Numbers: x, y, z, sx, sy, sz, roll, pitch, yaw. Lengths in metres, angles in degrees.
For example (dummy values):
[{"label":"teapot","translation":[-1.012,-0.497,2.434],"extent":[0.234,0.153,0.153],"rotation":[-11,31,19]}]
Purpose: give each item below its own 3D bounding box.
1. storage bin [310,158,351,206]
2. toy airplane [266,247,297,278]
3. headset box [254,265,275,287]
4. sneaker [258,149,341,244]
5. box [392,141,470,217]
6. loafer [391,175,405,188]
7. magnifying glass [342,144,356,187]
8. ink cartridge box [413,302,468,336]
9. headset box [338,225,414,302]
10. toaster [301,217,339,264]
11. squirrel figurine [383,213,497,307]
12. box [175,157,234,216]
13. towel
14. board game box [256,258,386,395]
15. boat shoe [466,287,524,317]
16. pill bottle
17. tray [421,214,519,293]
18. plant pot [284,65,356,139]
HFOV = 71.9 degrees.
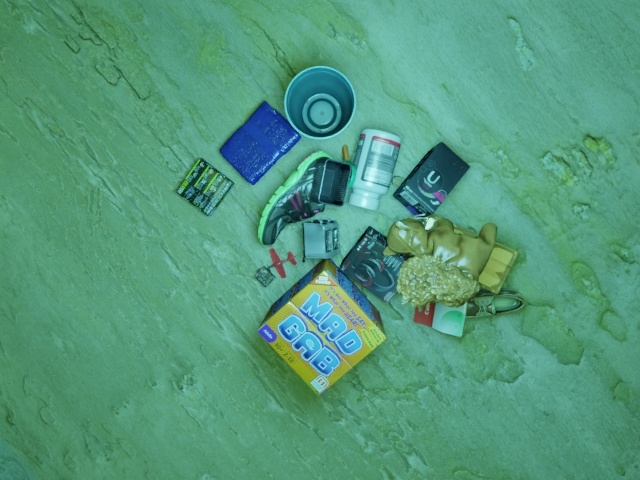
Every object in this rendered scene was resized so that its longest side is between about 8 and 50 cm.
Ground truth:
[{"label":"storage bin","translation":[0.041,-0.233,1.788],"extent":[0.122,0.084,0.180],"rotation":[9,96,-27]},{"label":"toy airplane","translation":[-0.170,0.098,1.989],"extent":[0.151,0.028,0.151],"rotation":[0,98,1]},{"label":"headset box","translation":[-0.254,0.160,1.997],"extent":[0.083,0.032,0.062],"rotation":[44,96,-2]},{"label":"sneaker","translation":[-0.092,-0.157,1.880],"extent":[0.202,0.185,0.483],"rotation":[40,97,1]},{"label":"box","translation":[0.458,-0.247,1.836],"extent":[0.165,0.143,0.270],"rotation":[40,79,-4]},{"label":"loafer","translation":[0.373,-0.230,1.921],"extent":[0.148,0.050,0.056],"rotation":[36,96,-3]},{"label":"magnifying glass","translation":[0.115,-0.315,1.855],"extent":[0.026,0.231,0.092],"rotation":[10,140,-22]},{"label":"ink cartridge box","translation":[0.523,0.305,1.936],"extent":[0.225,0.056,0.181],"rotation":[10,97,24]},{"label":"headset box","translation":[0.262,0.112,1.905],"extent":[0.293,0.110,0.218],"rotation":[35,117,-3]},{"label":"toaster","translation":[0.000,0.000,1.892],"extent":[0.110,0.168,0.185],"rotation":[1,97,26]},{"label":"squirrel figurine","translation":[0.423,0.065,1.689],"extent":[0.370,0.397,0.281],"rotation":[24,140,4]},{"label":"box","translation":[-0.511,-0.235,1.954],"extent":[0.184,0.045,0.190],"rotation":[37,97,0]},{"label":"towel","translation":[-0.261,-0.418,1.915],"extent":[0.308,0.076,0.227],"rotation":[-44,86,6]},{"label":"board game box","translation":[0.011,0.333,1.844],"extent":[0.356,0.356,0.356],"rotation":[-43,94,7]},{"label":"boat shoe","translation":[0.728,0.277,1.933],"extent":[0.324,0.120,0.122],"rotation":[-12,96,3]},{"label":"pill bottle","translation":[0.217,-0.293,1.856],"extent":[0.176,0.176,0.318],"rotation":[15,97,0]},{"label":"tray","translation":[0.608,0.051,1.905],"extent":[0.411,0.076,0.202],"rotation":[25,97,9]},{"label":"plant pot","translation":[0.001,-0.534,1.795],"extent":[0.272,0.255,0.271],"rotation":[0,96,1]}]
